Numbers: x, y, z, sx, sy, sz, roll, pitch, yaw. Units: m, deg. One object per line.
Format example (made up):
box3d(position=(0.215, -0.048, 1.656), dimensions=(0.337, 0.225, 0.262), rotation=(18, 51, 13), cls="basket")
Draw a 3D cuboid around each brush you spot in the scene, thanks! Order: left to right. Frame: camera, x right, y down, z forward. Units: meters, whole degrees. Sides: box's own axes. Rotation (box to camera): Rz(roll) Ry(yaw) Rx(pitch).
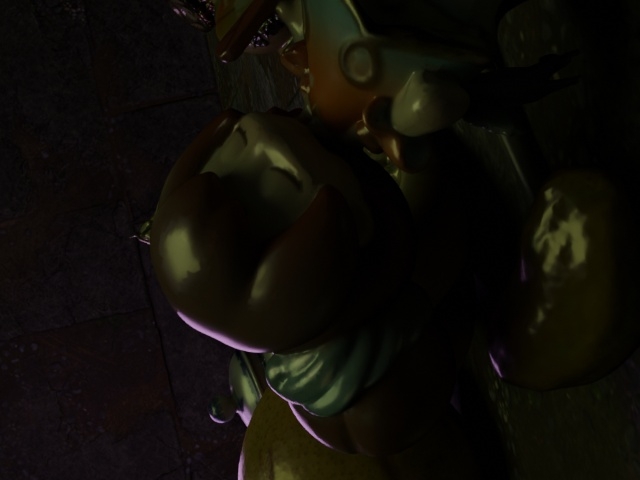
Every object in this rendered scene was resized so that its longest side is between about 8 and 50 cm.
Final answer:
box3d(position=(0.141, -0.129, 0.922), dimensions=(0.042, 0.039, 0.299), rotation=(98, 157, -62), cls="brush")

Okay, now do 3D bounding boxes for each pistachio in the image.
box3d(position=(0.179, 0.030, 0.746), dimensions=(0.110, 0.100, 0.189), rotation=(41, 135, 32), cls="pistachio")

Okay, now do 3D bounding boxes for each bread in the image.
box3d(position=(-0.014, 0.022, 1.142), dimensions=(0.424, 0.328, 0.245), rotation=(33, 136, 60), cls="bread")

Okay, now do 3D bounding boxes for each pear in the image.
box3d(position=(0.051, 0.288, 1.272), dimensions=(0.314, 0.314, 0.315), rotation=(167, 90, -81), cls="pear")

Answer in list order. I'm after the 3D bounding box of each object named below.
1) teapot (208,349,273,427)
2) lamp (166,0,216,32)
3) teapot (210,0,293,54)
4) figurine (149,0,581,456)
box3d(position=(-0.029, 0.196, 1.580), dimensions=(0.252, 0.280, 0.424), rotation=(117, 130, -77), cls="teapot")
box3d(position=(-0.157, -0.445, 1.786), dimensions=(0.227, 0.226, 0.227), rotation=(167, 90, -81), cls="lamp")
box3d(position=(-0.041, -0.307, 1.444), dimensions=(0.182, 0.173, 0.269), rotation=(40, 177, -10), cls="teapot")
box3d(position=(0.021, -0.069, 0.764), dimensions=(0.276, 0.248, 0.388), rotation=(45, 109, 41), cls="figurine")
